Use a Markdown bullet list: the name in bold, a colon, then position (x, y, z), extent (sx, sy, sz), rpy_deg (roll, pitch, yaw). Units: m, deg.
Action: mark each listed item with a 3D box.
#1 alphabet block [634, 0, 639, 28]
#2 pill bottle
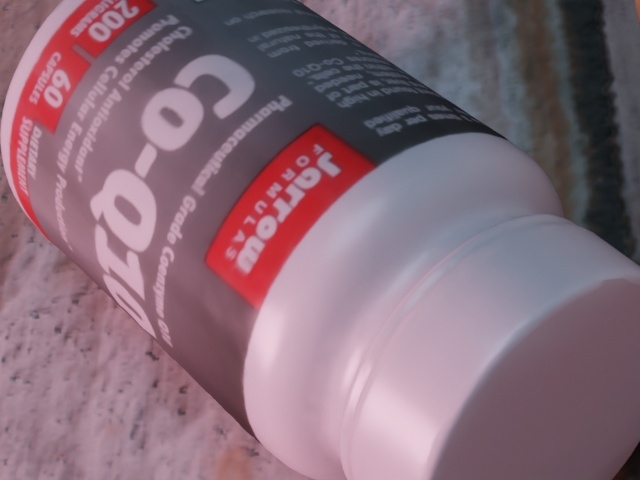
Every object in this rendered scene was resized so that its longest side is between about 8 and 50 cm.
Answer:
- **alphabet block**: position (0.257, -0.093, 0.606), extent (0.193, 0.197, 0.192), rpy_deg (31, 69, 36)
- **pill bottle**: position (0.000, 0.000, 0.652), extent (0.161, 0.161, 0.283), rpy_deg (-41, 51, -13)
